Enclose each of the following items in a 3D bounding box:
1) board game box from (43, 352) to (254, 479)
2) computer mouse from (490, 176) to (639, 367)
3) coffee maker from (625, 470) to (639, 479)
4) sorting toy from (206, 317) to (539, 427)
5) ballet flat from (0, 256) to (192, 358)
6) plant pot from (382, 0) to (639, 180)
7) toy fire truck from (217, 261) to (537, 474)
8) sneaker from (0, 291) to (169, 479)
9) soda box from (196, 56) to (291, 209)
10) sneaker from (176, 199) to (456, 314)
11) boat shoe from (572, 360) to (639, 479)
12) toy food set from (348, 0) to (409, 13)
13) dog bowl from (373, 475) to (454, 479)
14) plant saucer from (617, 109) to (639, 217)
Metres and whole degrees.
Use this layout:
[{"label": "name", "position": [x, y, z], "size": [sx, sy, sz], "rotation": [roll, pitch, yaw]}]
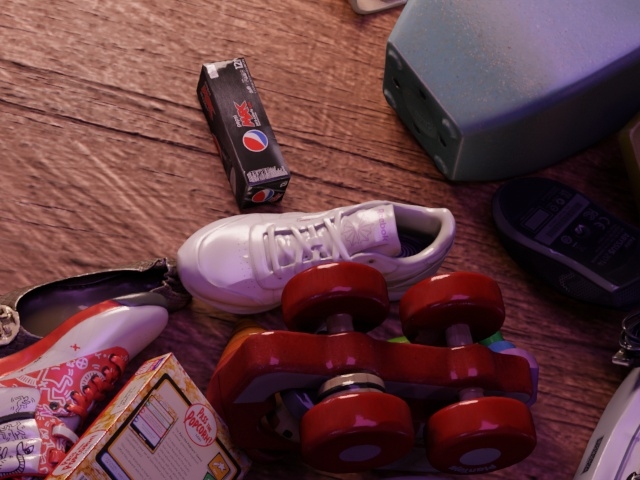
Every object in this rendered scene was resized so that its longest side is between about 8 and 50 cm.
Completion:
[{"label": "board game box", "position": [-0.160, 0.223, 1.233], "size": [0.146, 0.045, 0.193], "rotation": [55, 42, -15]}, {"label": "computer mouse", "position": [0.304, 0.029, 1.476], "size": [0.272, 0.072, 0.188], "rotation": [37, 55, 25]}, {"label": "coffee maker", "position": [0.371, 0.303, 1.263], "size": [0.171, 0.120, 0.178], "rotation": [34, 59, -11]}, {"label": "sorting toy", "position": [0.050, 0.124, 1.388], "size": [0.366, 0.127, 0.126], "rotation": [0, 33, -16]}, {"label": "ballet flat", "position": [-0.245, 0.065, 1.353], "size": [0.250, 0.058, 0.084], "rotation": [-14, 66, -20]}, {"label": "plant pot", "position": [0.213, -0.210, 1.510], "size": [0.252, 0.247, 0.247], "rotation": [-33, 74, -12]}, {"label": "toy fire truck", "position": [0.043, 0.157, 1.235], "size": [0.302, 0.254, 0.169], "rotation": [6, 55, -25]}, {"label": "sneaker", "position": [-0.246, 0.163, 1.274], "size": [0.270, 0.090, 0.145], "rotation": [-24, 60, -18]}, {"label": "soda box", "position": [-0.089, -0.123, 1.488], "size": [0.053, 0.060, 0.168], "rotation": [-12, 65, -20]}, {"label": "sneaker", "position": [0.000, 0.000, 1.382], "size": [0.305, 0.152, 0.114], "rotation": [-5, 69, -20]}, {"label": "boat shoe", "position": [0.338, 0.228, 1.396], "size": [0.084, 0.095, 0.258], "rotation": [33, 71, 0]}, {"label": "toy food set", "position": [0.121, -0.431, 1.681], "size": [0.306, 0.092, 0.219], "rotation": [-19, 69, -22]}, {"label": "dog bowl", "position": [0.083, 0.387, 1.139], "size": [0.349, 0.102, 0.348], "rotation": [-2, 97, -15]}, {"label": "plant saucer", "position": [0.423, -0.108, 1.562], "size": [0.045, 0.188, 0.188], "rotation": [15, 48, 45]}]
